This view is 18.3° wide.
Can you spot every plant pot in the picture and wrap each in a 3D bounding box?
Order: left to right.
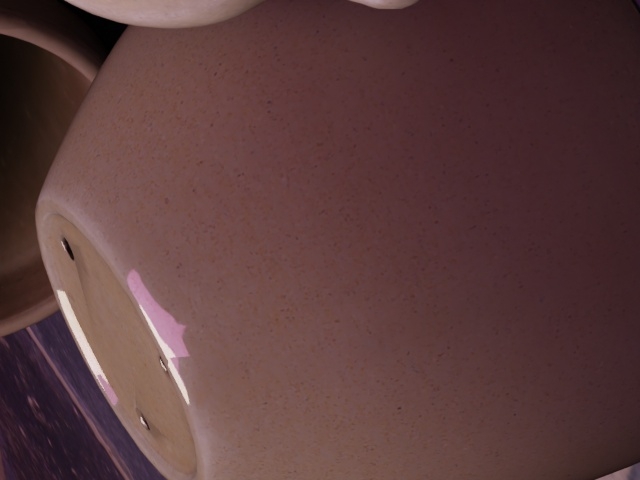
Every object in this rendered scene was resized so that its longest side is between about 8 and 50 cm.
[{"bbox_3d":[-0.262,-0.098,1.290,0.229,0.263,0.263,-114,11,-46],"label":"plant pot"},{"bbox_3d":[0.000,0.000,0.794,0.284,0.191,0.284,51,159,29],"label":"plant pot"}]

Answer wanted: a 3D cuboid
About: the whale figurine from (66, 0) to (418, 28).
[{"bbox_3d":[-0.008,-0.181,0.647,0.272,0.141,0.216,-19,109,35],"label":"whale figurine"}]
